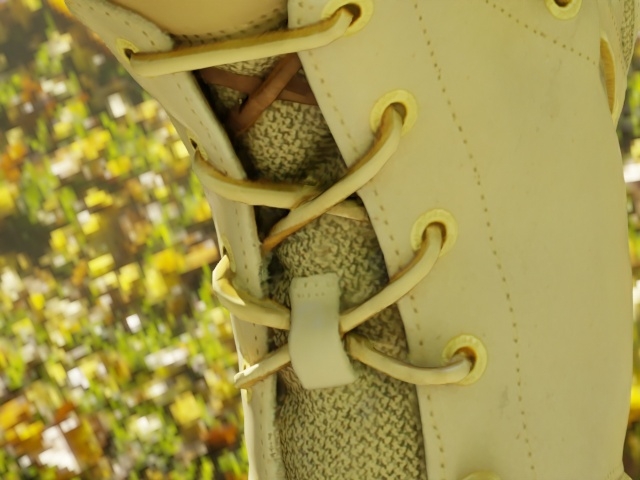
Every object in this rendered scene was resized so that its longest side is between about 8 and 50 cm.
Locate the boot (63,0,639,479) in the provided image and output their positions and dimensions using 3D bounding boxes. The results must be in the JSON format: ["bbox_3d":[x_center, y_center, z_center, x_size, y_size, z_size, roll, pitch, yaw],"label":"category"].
[{"bbox_3d":[0.000,0.000,0.404,0.095,0.262,0.204,-1,87,28],"label":"boot"}]
